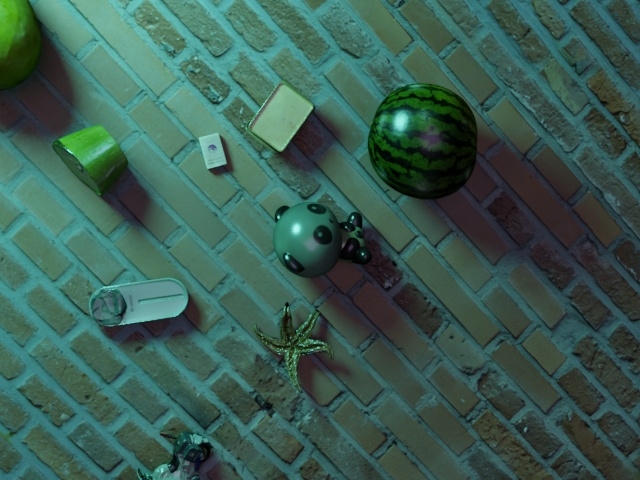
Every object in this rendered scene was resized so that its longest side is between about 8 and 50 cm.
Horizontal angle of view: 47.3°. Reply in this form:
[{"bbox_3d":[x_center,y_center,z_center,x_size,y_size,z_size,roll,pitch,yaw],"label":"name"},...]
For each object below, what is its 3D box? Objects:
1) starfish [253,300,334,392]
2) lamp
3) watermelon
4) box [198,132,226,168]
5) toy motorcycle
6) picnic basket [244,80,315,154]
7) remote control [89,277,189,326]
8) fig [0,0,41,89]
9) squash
[{"bbox_3d":[-0.071,0.278,1.916,0.213,0.057,0.238,2,89,0],"label":"starfish"},{"bbox_3d":[0.000,0.000,1.848,0.244,0.198,0.197,3,93,-24],"label":"lamp"},{"bbox_3d":[0.256,-0.248,1.815,0.285,0.285,0.285,0,94,-8],"label":"watermelon"},{"bbox_3d":[-0.275,-0.229,1.871,0.054,0.024,0.083,-15,96,-5],"label":"box"},{"bbox_3d":[-0.383,0.588,1.875,0.150,0.102,0.221,34,92,-29],"label":"toy motorcycle"},{"bbox_3d":[-0.104,-0.311,1.860,0.115,0.079,0.164,38,89,-10],"label":"picnic basket"},{"bbox_3d":[-0.459,0.155,1.855,0.247,0.052,0.104,-7,93,-7],"label":"remote control"},{"bbox_3d":[-0.778,-0.507,1.680,0.258,0.258,0.326,-8,76,-7],"label":"fig"},{"bbox_3d":[-0.549,-0.200,1.772,0.123,0.170,0.170,-39,98,-16],"label":"squash"}]
